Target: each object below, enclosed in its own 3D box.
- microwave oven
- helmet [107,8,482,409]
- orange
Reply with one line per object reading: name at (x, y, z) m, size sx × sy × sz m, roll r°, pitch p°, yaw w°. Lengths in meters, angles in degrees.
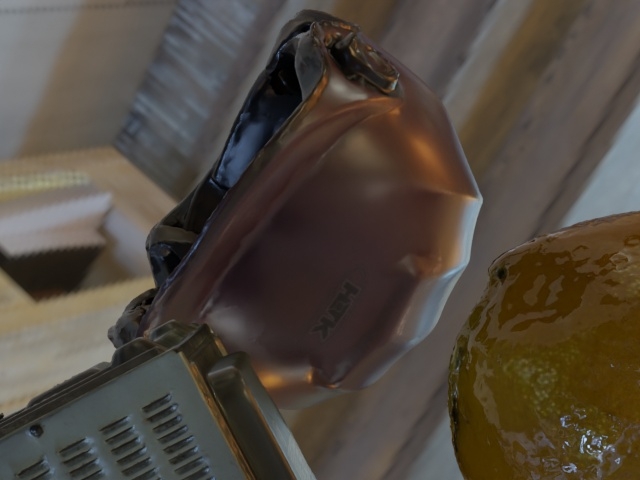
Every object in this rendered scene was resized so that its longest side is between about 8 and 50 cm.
microwave oven at (-0.096, 0.131, 0.828) m, size 0.194 × 0.145 × 0.240 m, roll -31°, pitch 180°, yaw -1°
helmet at (0.000, 0.000, 1.160) m, size 0.271 × 0.197 × 0.338 m, roll -54°, pitch -168°, yaw 13°
orange at (0.118, 0.059, 0.672) m, size 0.155 × 0.134 × 0.155 m, roll -61°, pitch 173°, yaw -13°
